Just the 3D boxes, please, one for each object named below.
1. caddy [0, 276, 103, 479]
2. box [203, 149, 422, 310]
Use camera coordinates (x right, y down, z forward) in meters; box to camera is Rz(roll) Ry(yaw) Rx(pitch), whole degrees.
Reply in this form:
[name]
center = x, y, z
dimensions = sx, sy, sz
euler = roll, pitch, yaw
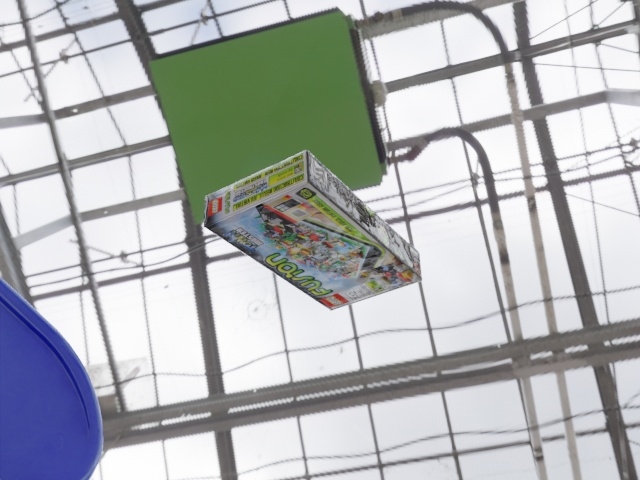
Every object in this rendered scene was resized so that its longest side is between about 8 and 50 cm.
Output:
[caddy]
center = -0.306, 0.122, 0.476
dimensions = 0.341, 0.241, 0.179
euler = 44, -36, 0
[box]
center = 0.000, 0.000, 0.695
dimensions = 0.114, 0.036, 0.207
euler = -22, -37, 27
